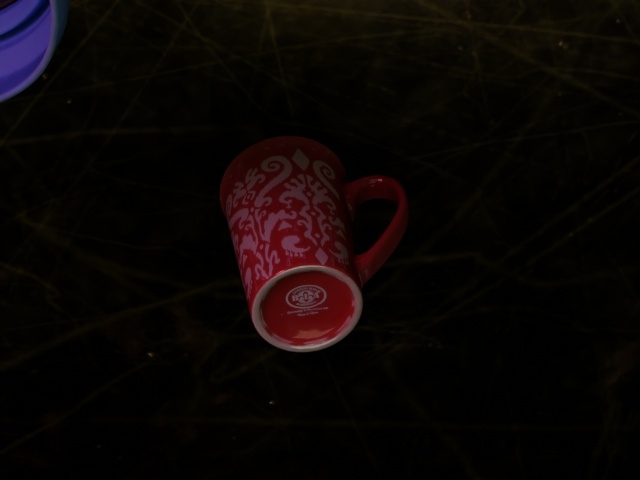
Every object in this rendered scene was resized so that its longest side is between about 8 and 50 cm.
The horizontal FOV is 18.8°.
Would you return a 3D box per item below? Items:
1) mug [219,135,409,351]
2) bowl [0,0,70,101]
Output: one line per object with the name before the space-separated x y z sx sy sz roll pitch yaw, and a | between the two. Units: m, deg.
mug | -0.008 -0.005 1.604 0.150 0.169 0.113 -34 123 17
bowl | -0.340 -0.233 1.259 0.391 0.077 0.391 15 150 9
